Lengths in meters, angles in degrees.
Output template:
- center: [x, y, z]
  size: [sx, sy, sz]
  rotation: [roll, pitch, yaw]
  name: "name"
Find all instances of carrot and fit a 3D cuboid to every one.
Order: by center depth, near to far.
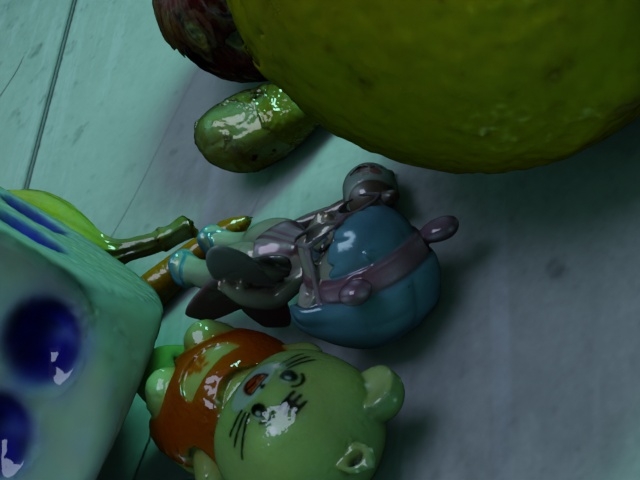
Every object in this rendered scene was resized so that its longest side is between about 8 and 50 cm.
- center: [-0.134, 0.035, 1.351]
  size: [0.190, 0.037, 0.037]
  rotation: [-40, 35, 8]
  name: "carrot"

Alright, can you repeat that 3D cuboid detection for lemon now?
- center: [0.113, -0.218, 1.059]
  size: [0.387, 0.350, 0.350]
  rotation: [8, 58, 13]
  name: "lemon"

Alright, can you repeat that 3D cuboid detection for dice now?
- center: [-0.271, 0.099, 1.189]
  size: [0.259, 0.243, 0.251]
  rotation: [-60, 11, 2]
  name: "dice"

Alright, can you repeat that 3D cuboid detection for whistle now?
- center: [-0.051, 0.118, 1.118]
  size: [0.131, 0.106, 0.288]
  rotation: [-52, 34, -16]
  name: "whistle"

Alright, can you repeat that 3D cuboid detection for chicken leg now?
- center: [-0.023, -0.116, 1.355]
  size: [0.178, 0.070, 0.093]
  rotation: [-27, 34, 17]
  name: "chicken leg"

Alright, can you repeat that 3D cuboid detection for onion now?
- center: [-0.053, -0.261, 1.412]
  size: [0.246, 0.190, 0.246]
  rotation: [-29, 52, 45]
  name: "onion"

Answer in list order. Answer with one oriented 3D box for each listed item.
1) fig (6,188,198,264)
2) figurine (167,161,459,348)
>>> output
- center: [-0.232, 0.005, 1.390]
  size: [0.231, 0.160, 0.143]
  rotation: [-39, 75, 17]
  name: "fig"
- center: [-0.001, 0.014, 1.191]
  size: [0.205, 0.103, 0.260]
  rotation: [-27, 17, -37]
  name: "figurine"
